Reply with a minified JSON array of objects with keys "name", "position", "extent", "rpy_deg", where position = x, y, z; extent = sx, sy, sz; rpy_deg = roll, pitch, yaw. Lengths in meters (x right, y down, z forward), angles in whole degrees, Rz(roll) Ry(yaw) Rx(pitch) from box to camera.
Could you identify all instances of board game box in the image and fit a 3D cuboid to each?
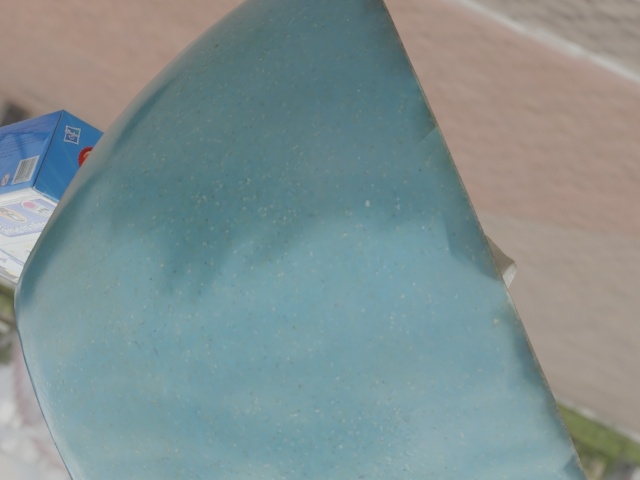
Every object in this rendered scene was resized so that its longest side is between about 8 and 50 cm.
[{"name":"board game box","position":[-0.225,-0.006,1.977],"extent":[0.302,0.086,0.308],"rpy_deg":[30,158,-31]}]

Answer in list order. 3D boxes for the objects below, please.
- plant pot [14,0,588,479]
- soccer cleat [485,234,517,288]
[{"name":"plant pot","position":[-0.018,0.040,0.856],"extent":[0.290,0.195,0.290],"rpy_deg":[-22,-90,-87]},{"name":"soccer cleat","position":[0.000,0.000,1.246],"extent":[0.331,0.143,0.116],"rpy_deg":[25,-160,-49]}]
